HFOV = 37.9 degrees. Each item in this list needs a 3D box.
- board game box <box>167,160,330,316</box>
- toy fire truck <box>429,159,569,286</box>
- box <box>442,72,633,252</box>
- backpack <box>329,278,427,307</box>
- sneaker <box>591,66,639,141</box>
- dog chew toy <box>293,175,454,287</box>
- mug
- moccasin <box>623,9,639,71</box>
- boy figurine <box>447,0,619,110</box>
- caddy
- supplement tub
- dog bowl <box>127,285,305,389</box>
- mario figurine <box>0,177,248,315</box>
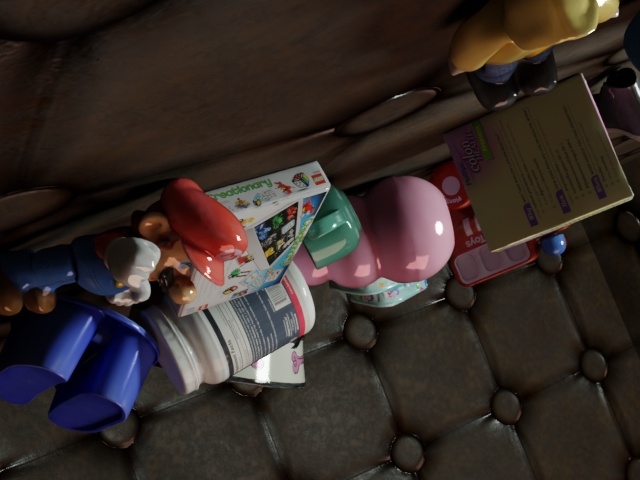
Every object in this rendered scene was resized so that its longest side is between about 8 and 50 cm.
[{"bbox_3d":[-0.117,0.005,1.421,0.193,0.053,0.305,-18,157,-27],"label":"board game box"},{"bbox_3d":[0.377,-0.067,1.879,0.302,0.254,0.169,-24,174,24],"label":"toy fire truck"},{"bbox_3d":[0.359,-0.121,1.537,0.243,0.213,0.117,-23,173,16],"label":"box"},{"bbox_3d":[0.138,0.060,2.324,0.253,0.191,0.225,-19,-160,-41],"label":"backpack"},{"bbox_3d":[0.513,-0.253,1.629,0.083,0.118,0.222,-39,-156,-6],"label":"sneaker"},{"bbox_3d":[0.080,-0.002,1.765,0.332,0.206,0.206,-14,174,0],"label":"dog chew toy"},{"bbox_3d":[0.013,-0.023,1.532,0.097,0.129,0.158,-27,-145,-3],"label":"mug"},{"bbox_3d":[0.528,-0.284,1.083,0.342,0.138,0.117,-23,178,25],"label":"moccasin"},{"bbox_3d":[0.213,-0.206,0.908,0.177,0.092,0.285,-19,177,0],"label":"boy figurine"},{"bbox_3d":[-0.433,0.205,1.647,0.341,0.241,0.179,-29,-145,51],"label":"caddy"},{"bbox_3d":[-0.165,0.138,1.676,0.272,0.191,0.191,-28,177,-21],"label":"supplement tub"},{"bbox_3d":[-0.218,0.197,1.943,0.408,0.150,0.408,11,175,1],"label":"dog bowl"},{"bbox_3d":[-0.238,0.045,1.137,0.320,0.170,0.198,-15,-150,14],"label":"mario figurine"}]
